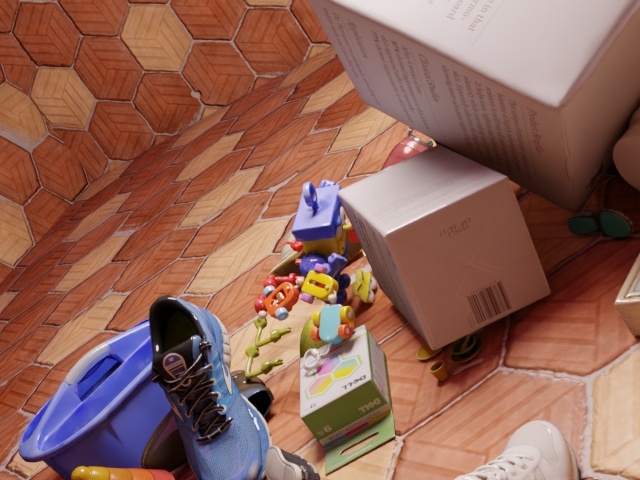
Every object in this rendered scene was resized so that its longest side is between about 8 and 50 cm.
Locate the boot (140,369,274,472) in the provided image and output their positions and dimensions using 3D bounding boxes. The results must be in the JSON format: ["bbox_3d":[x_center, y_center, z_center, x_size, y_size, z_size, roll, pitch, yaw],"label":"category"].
[{"bbox_3d":[-0.165,0.273,1.505,0.219,0.082,0.106,-41,17,-20],"label":"boot"}]

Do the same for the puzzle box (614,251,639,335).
[{"bbox_3d":[0.536,-0.024,1.072,0.409,0.052,0.272,-14,29,46],"label":"puzzle box"}]

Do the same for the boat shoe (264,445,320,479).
[{"bbox_3d":[-0.038,0.293,1.310,0.125,0.038,0.046,179,100,-67],"label":"boat shoe"}]

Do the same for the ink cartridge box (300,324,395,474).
[{"bbox_3d":[0.033,0.206,1.359,0.109,0.062,0.209,-30,20,12],"label":"ink cartridge box"}]

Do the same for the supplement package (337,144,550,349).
[{"bbox_3d":[0.161,-0.002,1.412,0.177,0.175,0.293,-25,17,-4],"label":"supplement package"}]

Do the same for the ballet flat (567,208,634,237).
[{"bbox_3d":[0.381,-0.027,1.361,0.041,0.041,0.114,-44,22,-22],"label":"ballet flat"}]

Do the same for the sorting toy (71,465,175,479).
[{"bbox_3d":[-0.214,0.360,1.220,0.127,0.126,0.365,-53,31,-5],"label":"sorting toy"}]

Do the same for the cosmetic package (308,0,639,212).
[{"bbox_3d":[0.256,-0.306,1.386,0.393,0.329,0.327,32,81,24],"label":"cosmetic package"}]

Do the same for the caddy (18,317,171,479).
[{"bbox_3d":[-0.336,0.259,1.678,0.341,0.179,0.241,-46,21,-27],"label":"caddy"}]

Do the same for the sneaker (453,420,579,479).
[{"bbox_3d":[0.175,0.249,0.975,0.087,0.092,0.229,-19,24,44],"label":"sneaker"}]

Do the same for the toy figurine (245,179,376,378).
[{"bbox_3d":[-0.025,0.019,1.574,0.191,0.217,0.362,-1,37,14],"label":"toy figurine"}]

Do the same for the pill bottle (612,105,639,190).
[{"bbox_3d":[0.490,-0.162,1.368,0.208,0.119,0.119,-44,21,-23],"label":"pill bottle"}]

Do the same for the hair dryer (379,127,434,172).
[{"bbox_3d":[0.164,-0.121,1.873,0.293,0.080,0.223,-54,-14,-31],"label":"hair dryer"}]

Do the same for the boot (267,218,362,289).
[{"bbox_3d":[0.000,0.000,1.872,0.213,0.077,0.165,-34,17,22],"label":"boot"}]

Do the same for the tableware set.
[{"bbox_3d":[0.168,0.133,1.362,0.104,0.024,0.154,-28,21,20],"label":"tableware set"}]

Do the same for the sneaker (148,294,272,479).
[{"bbox_3d":[-0.175,0.214,1.422,0.130,0.147,0.330,-33,55,6],"label":"sneaker"}]

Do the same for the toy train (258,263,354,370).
[{"bbox_3d":[-0.012,0.107,1.447,0.125,0.046,0.166,-46,48,11],"label":"toy train"}]

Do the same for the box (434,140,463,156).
[{"bbox_3d":[0.367,-0.281,1.761,0.296,0.183,0.294,-13,28,47],"label":"box"}]

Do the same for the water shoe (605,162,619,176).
[{"bbox_3d":[0.471,-0.175,1.502,0.203,0.073,0.080,-37,17,-4],"label":"water shoe"}]
